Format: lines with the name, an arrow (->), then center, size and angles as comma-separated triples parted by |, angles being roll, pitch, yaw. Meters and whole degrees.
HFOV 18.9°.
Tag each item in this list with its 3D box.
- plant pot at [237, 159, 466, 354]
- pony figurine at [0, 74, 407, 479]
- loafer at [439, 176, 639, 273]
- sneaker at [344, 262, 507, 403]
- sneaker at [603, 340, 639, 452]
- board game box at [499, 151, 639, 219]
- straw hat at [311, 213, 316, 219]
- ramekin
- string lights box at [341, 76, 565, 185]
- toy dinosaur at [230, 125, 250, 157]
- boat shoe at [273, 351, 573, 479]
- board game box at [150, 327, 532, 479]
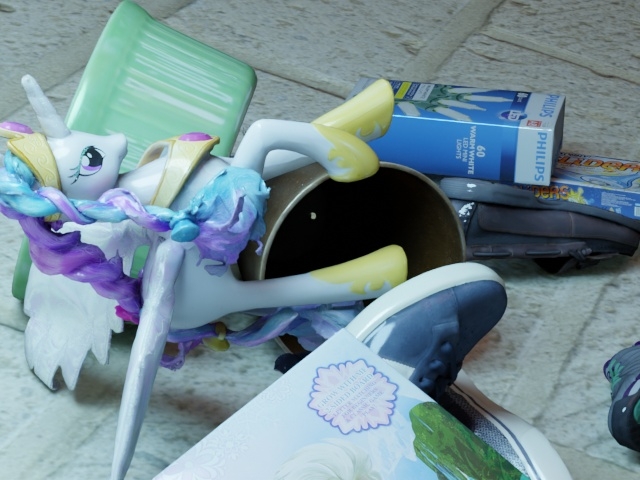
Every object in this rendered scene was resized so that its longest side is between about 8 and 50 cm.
plant pot -> 0.000, 0.000, 1.928 | 0.215, 0.215, 0.230 | 2, 15, -23
pony figurine -> -0.118, 0.025, 1.600 | 0.363, 0.351, 0.303 | -3, 28, -24
loafer -> 0.244, -0.003, 2.181 | 0.302, 0.095, 0.109 | 12, -3, -39
sneaker -> 0.044, 0.166, 1.555 | 0.350, 0.131, 0.148 | -40, 57, -12
sneaker -> 0.315, 0.153, 1.922 | 0.098, 0.083, 0.223 | 1, 14, 32
board game box -> 0.337, -0.069, 2.345 | 0.201, 0.035, 0.136 | 9, 20, 30
straw hat -> -0.021, -0.080, 2.215 | 0.144, 0.061, 0.144 | 12, 26, -6
ramekin -> -0.172, -0.063, 1.840 | 0.148, 0.303, 0.303 | 21, 25, -3
string lights box -> 0.161, -0.134, 2.349 | 0.259, 0.077, 0.133 | 6, 24, 11
toy dinosaur -> -0.073, -0.107, 2.268 | 0.090, 0.047, 0.082 | 18, 37, -9
boat shoe -> 0.084, 0.194, 1.670 | 0.158, 0.127, 0.340 | -14, 33, -23
board game box -> 0.021, 0.254, 1.357 | 0.318, 0.066, 0.318 | 38, 55, 22
